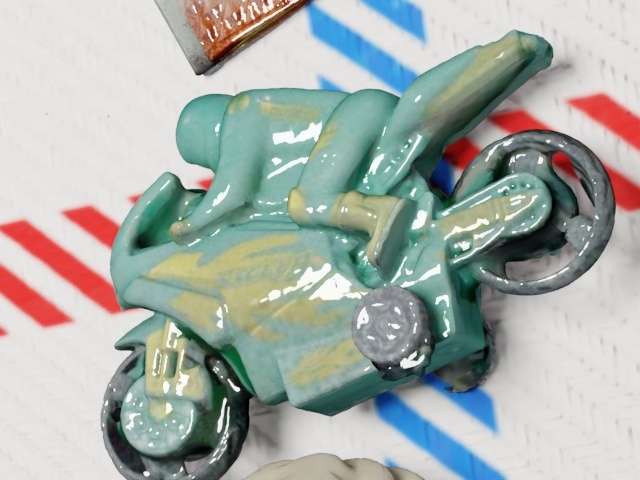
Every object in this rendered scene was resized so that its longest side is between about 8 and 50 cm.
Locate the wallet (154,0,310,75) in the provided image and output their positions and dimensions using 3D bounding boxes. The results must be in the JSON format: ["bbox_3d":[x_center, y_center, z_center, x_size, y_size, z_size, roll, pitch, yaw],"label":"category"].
[{"bbox_3d":[-0.073,-0.199,0.978,0.103,0.020,0.196,-33,79,14],"label":"wallet"}]

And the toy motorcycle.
[{"bbox_3d":[0.002,-0.001,0.912,0.296,0.109,0.198,-25,70,17],"label":"toy motorcycle"}]

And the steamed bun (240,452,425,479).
[{"bbox_3d":[0.005,0.189,0.886,0.182,0.106,0.183,2,96,15],"label":"steamed bun"}]
